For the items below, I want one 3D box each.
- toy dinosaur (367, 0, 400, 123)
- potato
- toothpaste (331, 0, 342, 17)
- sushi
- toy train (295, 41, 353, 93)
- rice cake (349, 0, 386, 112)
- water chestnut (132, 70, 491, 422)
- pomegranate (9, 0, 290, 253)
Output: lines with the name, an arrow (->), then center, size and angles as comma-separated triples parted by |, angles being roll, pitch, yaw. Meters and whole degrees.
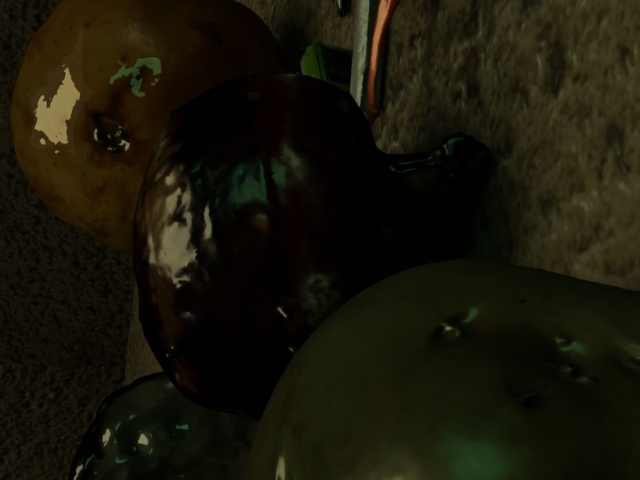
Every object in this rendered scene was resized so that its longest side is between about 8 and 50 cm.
toy dinosaur -> 0.077, -0.237, 0.751 | 0.101, 0.055, 0.280 | 157, 130, -79
potato -> 0.068, 0.143, 0.452 | 0.326, 0.221, 0.243 | 113, 153, -57
toothpaste -> 0.023, -0.338, 1.019 | 0.045, 0.028, 0.170 | -129, 41, -81
sushi -> -0.106, 0.284, 0.888 | 0.294, 0.299, 0.281 | 126, 166, -57
toy train -> 0.013, -0.123, 0.956 | 0.081, 0.060, 0.202 | 121, 147, -45
rice cake -> 0.050, -0.229, 0.900 | 0.033, 0.033, 0.208 | 9, 96, 63
water chestnut -> 0.000, 0.000, 0.698 | 0.300, 0.300, 0.300 | -177, 90, -73
pomegranate -> -0.222, -0.172, 1.245 | 0.410, 0.410, 0.410 | -177, 90, -73
